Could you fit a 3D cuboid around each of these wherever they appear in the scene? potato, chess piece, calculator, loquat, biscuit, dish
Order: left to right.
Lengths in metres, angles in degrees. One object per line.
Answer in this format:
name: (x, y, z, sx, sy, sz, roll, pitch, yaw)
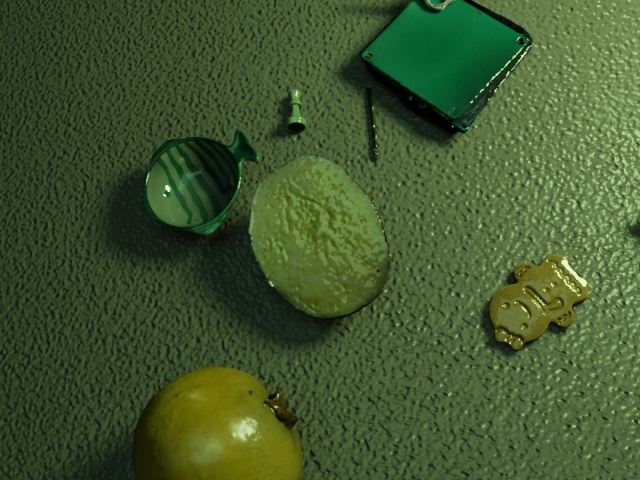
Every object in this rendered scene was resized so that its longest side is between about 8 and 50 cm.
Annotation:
dish: (-0.230, -0.110, 1.356, 0.246, 0.078, 0.224, -33, 68, 0)
loquat: (-0.156, 0.329, 1.088, 0.275, 0.275, 0.274, -4, 70, 10)
chess piece: (-0.052, -0.267, 1.398, 0.042, 0.042, 0.093, -9, 65, 8)
potato: (0.000, 0.000, 1.255, 0.239, 0.116, 0.299, -32, 79, 6)
calculator: (0.246, -0.364, 1.361, 0.274, 0.058, 0.248, 37, 80, 21)
biscuit: (0.370, 0.101, 1.190, 0.184, 0.027, 0.133, -25, 70, 2)

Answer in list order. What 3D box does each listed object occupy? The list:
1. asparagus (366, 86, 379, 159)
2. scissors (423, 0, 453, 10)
asparagus: (0.104, -0.235, 1.368, 0.013, 0.016, 0.166, 4, 67, -23)
scissors: (0.182, -0.509, 1.391, 0.189, 0.015, 0.100, 7, 73, 16)
